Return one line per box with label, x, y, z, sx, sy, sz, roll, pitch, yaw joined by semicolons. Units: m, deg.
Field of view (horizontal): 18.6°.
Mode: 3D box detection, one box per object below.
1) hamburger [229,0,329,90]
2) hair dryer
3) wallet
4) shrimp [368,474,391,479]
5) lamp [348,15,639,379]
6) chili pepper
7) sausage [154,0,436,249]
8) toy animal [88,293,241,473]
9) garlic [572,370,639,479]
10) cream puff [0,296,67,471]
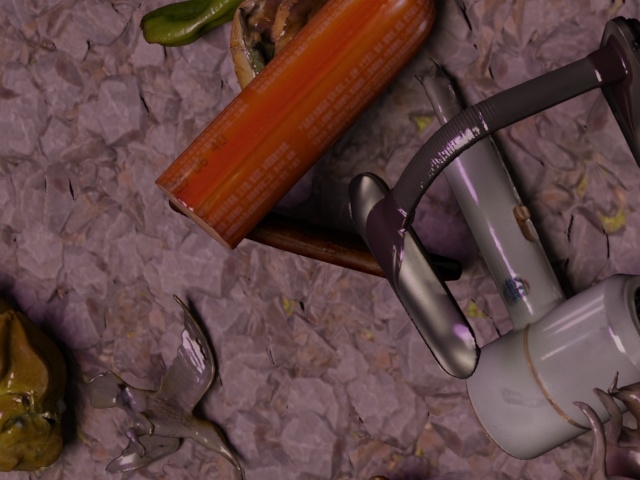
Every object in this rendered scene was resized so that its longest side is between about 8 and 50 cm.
hamburger;-0.044;-0.164;1.771;0.087;0.102;0.176;10;106;45
hair dryer;0.167;-0.007;1.673;0.173;0.107;0.357;-33;75;32
wallet;0.000;0.000;1.756;0.255;0.137;0.031;16;93;30
shrimp;0.074;0.339;1.807;0.145;0.059;0.254;19;125;63
lamp;0.169;-0.031;1.569;0.283;0.124;0.203;-28;73;6
chili pepper;-0.088;-0.235;1.816;0.201;0.050;0.052;-36;37;31
sausage;-0.004;-0.132;1.693;0.093;0.093;0.312;42;85;20
toy animal;-0.153;0.186;1.926;0.155;0.095;0.219;44;122;24
garlic;0.300;0.234;1.546;0.292;0.210;0.237;31;136;2
cream puff;-0.368;0.136;2.017;0.221;0.194;0.195;14;108;26
